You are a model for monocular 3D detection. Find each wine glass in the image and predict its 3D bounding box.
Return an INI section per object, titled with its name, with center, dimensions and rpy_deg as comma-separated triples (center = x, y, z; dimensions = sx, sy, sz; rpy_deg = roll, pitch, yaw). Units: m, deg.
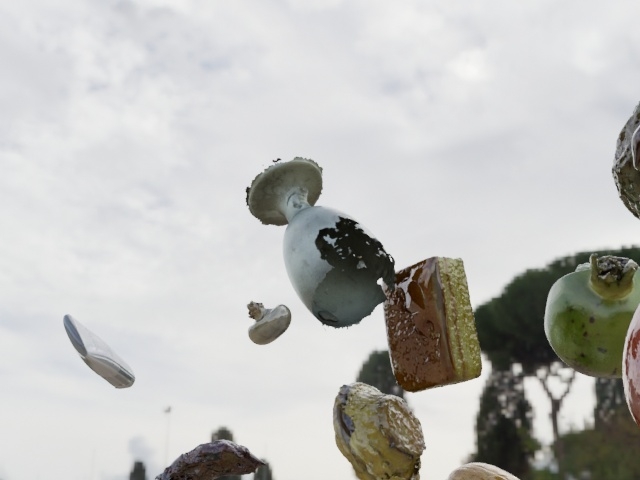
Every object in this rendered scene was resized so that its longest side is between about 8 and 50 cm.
[wine glass]
center = -0.001, 0.002, 2.090
dimensions = 0.190, 0.357, 0.190
rpy_deg = -17, -48, -19

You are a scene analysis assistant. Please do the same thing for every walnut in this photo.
[walnut]
center = 0.341, 0.536, 2.212
dimensions = 0.206, 0.159, 0.159
rpy_deg = 25, -14, 20

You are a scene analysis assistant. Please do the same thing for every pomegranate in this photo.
[pomegranate]
center = 0.582, 0.143, 2.209
dimensions = 0.260, 0.260, 0.341
rpy_deg = -4, -38, 12

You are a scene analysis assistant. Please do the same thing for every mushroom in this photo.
[mushroom]
center = -0.094, 0.133, 1.863
dimensions = 0.085, 0.079, 0.085
rpy_deg = -38, -7, -5

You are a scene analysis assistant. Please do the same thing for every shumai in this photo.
[shumai]
center = 0.535, -0.086, 1.611
dimensions = 0.222, 0.204, 0.272
rpy_deg = -16, -60, 28

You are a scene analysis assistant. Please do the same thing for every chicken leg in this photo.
[chicken leg]
center = -0.240, 0.489, 2.359
dimensions = 0.234, 0.105, 0.063
rpy_deg = -22, 9, -8

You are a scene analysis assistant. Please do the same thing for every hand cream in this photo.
[hand cream]
center = -0.362, 0.189, 1.786
dimensions = 0.048, 0.079, 0.255
rpy_deg = -35, -22, -8

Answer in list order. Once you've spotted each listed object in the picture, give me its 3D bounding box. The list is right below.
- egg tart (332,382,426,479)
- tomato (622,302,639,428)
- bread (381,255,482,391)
[egg tart]
center = 0.123, 0.371, 2.095
dimensions = 0.106, 0.241, 0.241
rpy_deg = -35, -37, 30
[tomato]
center = 0.535, 0.169, 1.353
dimensions = 0.321, 0.322, 0.321
rpy_deg = 1, -21, 0
[bread]
center = 0.202, 0.162, 2.060
dimensions = 0.110, 0.234, 0.184
rpy_deg = -3, -14, -34
